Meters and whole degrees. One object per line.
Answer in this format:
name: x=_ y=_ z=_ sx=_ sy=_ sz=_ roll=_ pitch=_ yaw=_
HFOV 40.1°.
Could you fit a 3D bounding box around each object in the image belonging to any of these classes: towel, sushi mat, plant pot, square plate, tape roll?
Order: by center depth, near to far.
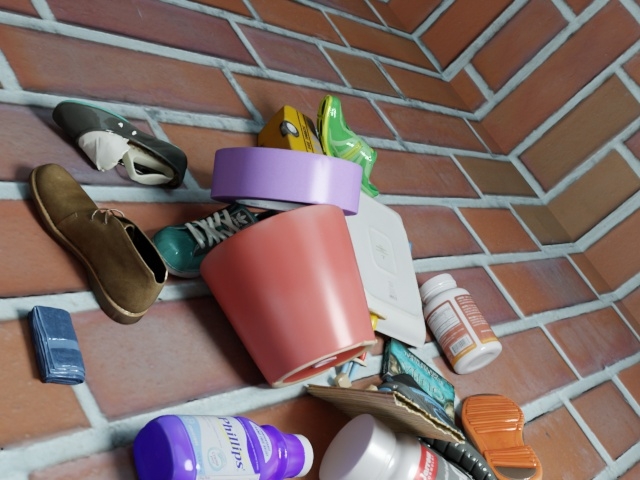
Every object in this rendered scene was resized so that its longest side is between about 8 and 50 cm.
towel: x=-0.367 y=0.145 z=1.224 sx=0.067 sy=0.029 sz=0.119 roll=15 pitch=40 yaw=-46
sushi mat: x=0.097 y=0.285 z=1.452 sx=0.151 sy=0.316 sz=0.019 roll=34 pitch=70 yaw=-18
plant pot: x=-0.040 y=0.106 z=1.509 sx=0.275 sy=0.275 sz=0.243 roll=-3 pitch=65 yaw=-56
tape roll: x=-0.062 y=-0.105 z=1.622 sx=0.275 sy=0.275 sz=0.090 roll=8 pitch=86 yaw=-50
square plate: x=0.116 y=0.033 z=1.865 sx=0.347 sy=0.049 sz=0.343 roll=27 pitch=45 yaw=-49

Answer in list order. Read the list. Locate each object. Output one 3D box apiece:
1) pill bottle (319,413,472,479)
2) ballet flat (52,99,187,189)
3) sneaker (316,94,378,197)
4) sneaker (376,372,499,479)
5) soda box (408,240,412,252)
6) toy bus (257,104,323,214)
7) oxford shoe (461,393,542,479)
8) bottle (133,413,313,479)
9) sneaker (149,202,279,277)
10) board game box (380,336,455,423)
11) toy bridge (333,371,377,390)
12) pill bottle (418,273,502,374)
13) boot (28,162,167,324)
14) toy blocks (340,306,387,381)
pill bottle: x=0.148 y=0.417 z=1.430 sx=0.283 sy=0.161 sz=0.161 roll=39 pitch=28 yaw=-14
ballet flat: x=-0.356 y=-0.166 z=1.598 sx=0.281 sy=0.095 sz=0.096 roll=21 pitch=48 yaw=-39
sneaker: x=0.066 y=-0.218 z=2.096 sx=0.109 sy=0.124 sz=0.295 roll=-110 pitch=-178 yaw=-61
sneaker: x=0.236 y=0.386 z=1.639 sx=0.340 sy=0.125 sz=0.140 roll=51 pitch=23 yaw=6
soda box: x=0.117 y=-0.017 z=2.071 sx=0.210 sy=0.071 sz=0.067 roll=39 pitch=29 yaw=-13
toy bus: x=-0.059 y=-0.164 z=1.987 sx=0.130 sy=0.108 sz=0.332 roll=27 pitch=32 yaw=-35
oxford shoe: x=0.358 y=0.435 z=1.783 sx=0.130 sy=0.132 sz=0.363 roll=-3 pitch=21 yaw=3
bottle: x=-0.129 y=0.312 z=1.261 sx=0.283 sy=0.092 sz=0.118 roll=14 pitch=40 yaw=-45
sneaker: x=-0.184 y=-0.015 z=1.594 sx=0.108 sy=0.121 sz=0.302 roll=53 pitch=28 yaw=15
board game box: x=0.205 y=0.295 z=1.821 sx=0.186 sy=0.026 sz=0.126 roll=39 pitch=28 yaw=-14
toy bridge: x=0.095 y=0.290 z=1.568 sx=0.026 sy=0.188 sz=0.063 roll=-35 pitch=119 yaw=-26
pill bottle: x=0.313 y=0.188 z=2.013 sx=0.121 sy=0.121 sz=0.216 roll=10 pitch=44 yaw=-49
boot: x=-0.346 y=-0.022 z=1.389 sx=0.305 sy=0.115 sz=0.112 roll=52 pitch=30 yaw=13
toy blocks: x=0.053 y=0.187 z=1.647 sx=0.123 sy=0.054 sz=0.148 roll=34 pitch=73 yaw=-38
